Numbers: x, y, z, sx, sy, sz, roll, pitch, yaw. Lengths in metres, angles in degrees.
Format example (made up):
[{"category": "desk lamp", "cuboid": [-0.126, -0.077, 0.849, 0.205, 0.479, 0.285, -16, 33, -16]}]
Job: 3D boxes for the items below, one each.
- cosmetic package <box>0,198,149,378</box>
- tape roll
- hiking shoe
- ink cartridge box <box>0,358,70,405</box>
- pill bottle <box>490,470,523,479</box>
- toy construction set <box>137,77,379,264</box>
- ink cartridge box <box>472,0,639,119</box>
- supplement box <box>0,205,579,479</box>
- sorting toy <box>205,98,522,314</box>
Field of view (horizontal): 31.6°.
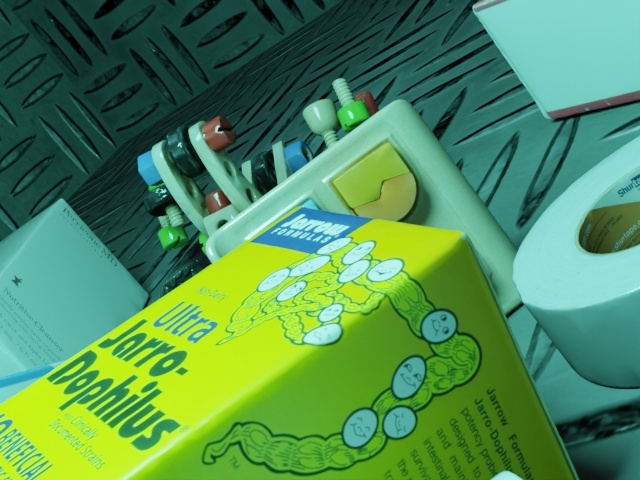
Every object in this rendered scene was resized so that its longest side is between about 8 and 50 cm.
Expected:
[{"category": "cosmetic package", "cuboid": [-0.395, 0.123, 1.571, 0.156, 0.217, 0.385, -34, 19, 19]}, {"category": "tape roll", "cuboid": [0.240, -0.003, 0.762, 0.219, 0.072, 0.219, -35, 17, 12]}, {"category": "hiking shoe", "cuboid": [-0.126, 0.002, 1.529, 0.227, 0.086, 0.114, -38, 19, 8]}, {"category": "ink cartridge box", "cuboid": [-0.358, 0.253, 1.152, 0.307, 0.129, 0.223, -34, -8, 19]}, {"category": "pill bottle", "cuboid": [0.016, 0.233, 0.455, 0.278, 0.162, 0.162, -40, 16, -5]}, {"category": "toy construction set", "cuboid": [-0.038, -0.023, 1.312, 0.309, 0.237, 0.257, -23, -15, -3]}, {"category": "ink cartridge box", "cuboid": [0.382, -0.317, 1.141, 0.385, 0.160, 0.279, -46, 17, -24]}, {"category": "supplement box", "cuboid": [-0.064, 0.157, 0.634, 0.356, 0.195, 0.194, -34, 21, -22]}, {"category": "sorting toy", "cuboid": [0.044, 0.019, 0.897, 0.208, 0.193, 0.038, -37, 3, -8]}]
